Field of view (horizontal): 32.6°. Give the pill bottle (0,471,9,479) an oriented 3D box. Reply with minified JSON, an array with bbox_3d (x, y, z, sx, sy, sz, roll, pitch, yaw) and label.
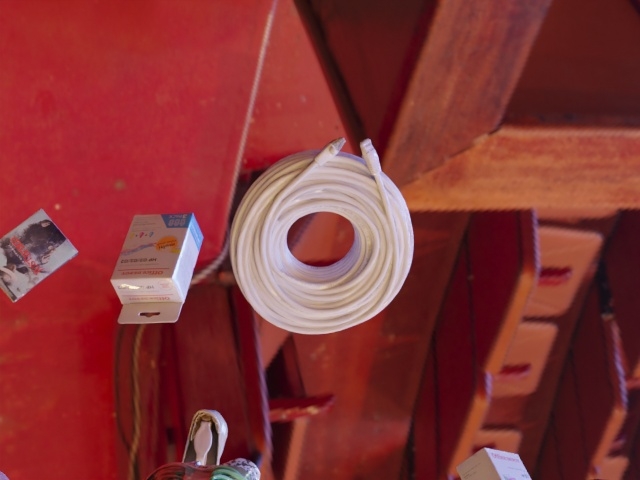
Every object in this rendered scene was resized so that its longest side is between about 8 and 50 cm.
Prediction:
[{"bbox_3d":[-0.400,0.397,1.223,0.152,0.152,0.272,-3,109,-17],"label":"pill bottle"}]

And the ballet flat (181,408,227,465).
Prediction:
[{"bbox_3d":[-0.217,0.411,1.905,0.086,0.248,0.086,7,156,3],"label":"ballet flat"}]

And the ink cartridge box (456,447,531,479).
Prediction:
[{"bbox_3d":[0.233,0.325,1.362,0.052,0.122,0.088,-43,143,21],"label":"ink cartridge box"}]

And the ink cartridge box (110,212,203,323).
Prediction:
[{"bbox_3d":[-0.258,0.041,1.704,0.104,0.181,0.061,-3,135,14],"label":"ink cartridge box"}]

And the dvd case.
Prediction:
[{"bbox_3d":[-0.428,0.021,1.599,0.119,0.087,0.013,-40,180,-21],"label":"dvd case"}]

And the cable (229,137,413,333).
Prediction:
[{"bbox_3d":[0.000,0.000,1.519,0.257,0.089,0.257,-28,110,3],"label":"cable"}]

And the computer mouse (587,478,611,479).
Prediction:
[{"bbox_3d":[0.285,0.285,1.102,0.041,0.071,0.242,-17,158,4],"label":"computer mouse"}]

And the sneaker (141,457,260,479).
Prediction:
[{"bbox_3d":[-0.147,0.336,1.420,0.182,0.158,0.410,-36,-167,-28],"label":"sneaker"}]
